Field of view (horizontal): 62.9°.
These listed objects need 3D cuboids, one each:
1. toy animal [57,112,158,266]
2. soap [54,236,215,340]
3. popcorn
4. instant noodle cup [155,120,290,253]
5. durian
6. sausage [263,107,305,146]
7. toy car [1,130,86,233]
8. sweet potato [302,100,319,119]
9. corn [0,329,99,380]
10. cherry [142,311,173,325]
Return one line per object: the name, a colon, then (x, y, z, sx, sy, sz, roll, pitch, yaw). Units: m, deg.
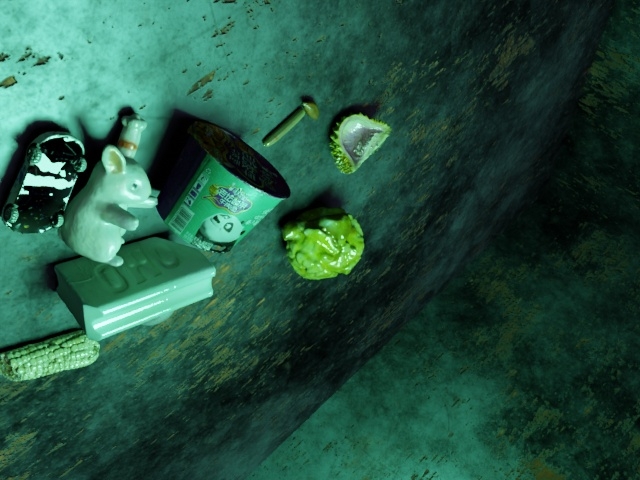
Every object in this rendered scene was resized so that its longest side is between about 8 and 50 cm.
toy animal: (-0.378, -0.087, 0.988, 0.138, 0.140, 0.282, 32, 106, -20)
soap: (-0.396, 0.088, 1.137, 0.290, 0.173, 0.095, -20, 139, -41)
popcorn: (0.000, 0.000, 1.561, 0.237, 0.205, 0.251, -39, 136, 14)
instant noodle cup: (-0.217, -0.102, 1.112, 0.190, 0.251, 0.251, -49, 152, 17)
durian: (0.101, -0.268, 1.449, 0.182, 0.132, 0.165, -64, 161, 3)
sausage: (-0.089, -0.276, 1.285, 0.132, 0.024, 0.024, -45, 151, -10)
toy car: (-0.484, -0.100, 0.916, 0.095, 0.056, 0.204, 7, 116, -56)
sweet potato: (-0.021, -0.327, 1.309, 0.034, 0.034, 0.095, -51, 161, 3)
corn: (-0.597, 0.259, 1.156, 0.211, 0.087, 0.087, -13, 135, -49)
cherry: (-0.386, 0.128, 1.233, 0.188, 0.115, 0.148, -27, 123, 24)
